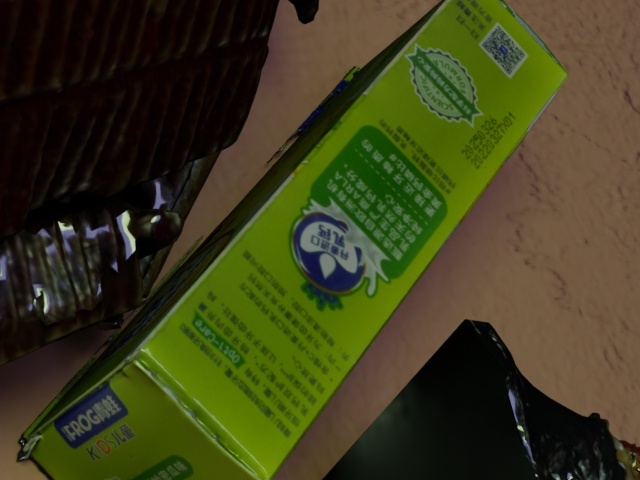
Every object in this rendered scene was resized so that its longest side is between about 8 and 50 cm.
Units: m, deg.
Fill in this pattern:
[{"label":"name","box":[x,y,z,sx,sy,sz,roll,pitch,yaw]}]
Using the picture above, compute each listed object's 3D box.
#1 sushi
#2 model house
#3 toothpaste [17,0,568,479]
[{"label":"sushi","box":[0.106,0.155,0.782,0.150,0.153,0.172,11,34,-53]},{"label":"model house","box":[-0.070,-0.125,0.713,0.317,0.282,0.297,-13,73,-40]},{"label":"toothpaste","box":[0.000,0.000,0.812,0.077,0.110,0.327,47,47,-8]}]
